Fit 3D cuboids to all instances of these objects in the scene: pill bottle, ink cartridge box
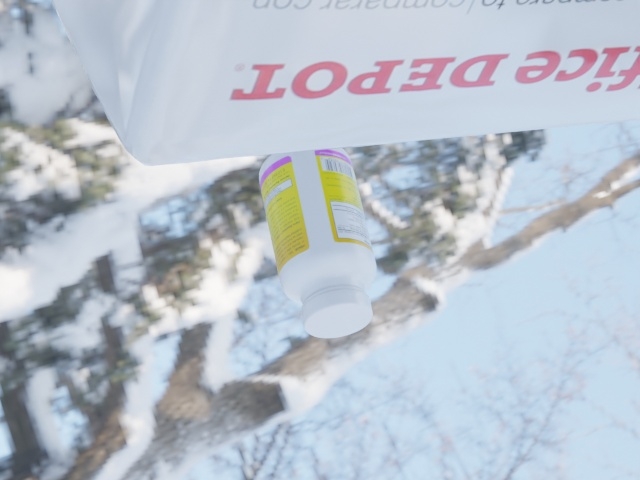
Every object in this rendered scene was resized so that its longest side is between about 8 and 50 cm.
[{"bbox_3d":[0.000,0.000,0.731,0.043,0.043,0.083,-35,-128,34],"label":"pill bottle"},{"bbox_3d":[0.083,-0.223,0.533,0.166,0.285,0.395,63,-34,34],"label":"ink cartridge box"}]
